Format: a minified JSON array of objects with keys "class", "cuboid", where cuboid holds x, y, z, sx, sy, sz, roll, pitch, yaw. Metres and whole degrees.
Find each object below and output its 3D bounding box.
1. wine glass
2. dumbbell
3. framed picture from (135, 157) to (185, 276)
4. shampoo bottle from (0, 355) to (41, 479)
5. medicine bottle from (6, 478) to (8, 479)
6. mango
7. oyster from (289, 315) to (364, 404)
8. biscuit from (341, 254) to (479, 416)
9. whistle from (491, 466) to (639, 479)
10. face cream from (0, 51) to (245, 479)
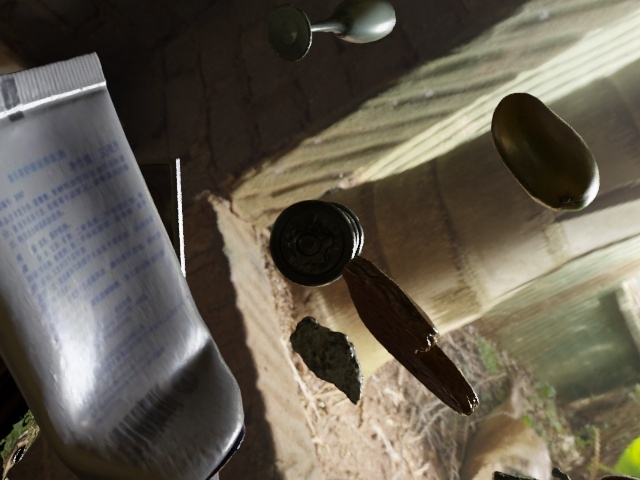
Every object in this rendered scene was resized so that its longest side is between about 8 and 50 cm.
[{"class":"wine glass","cuboid":[-0.029,-0.465,1.285,0.264,0.096,0.309,40,40,16]},{"class":"dumbbell","cuboid":[0.000,0.000,1.453,0.179,0.179,0.406,61,8,2]},{"class":"framed picture","cuboid":[-0.413,-0.047,1.538,0.020,0.211,0.290,-24,115,-66]},{"class":"shampoo bottle","cuboid":[-0.283,0.116,0.713,0.084,0.129,0.323,24,30,-1]},{"class":"medicine bottle","cuboid":[-0.795,0.496,1.451,0.238,0.124,0.124,35,5,25]},{"class":"mango","cuboid":[0.275,-0.115,0.838,0.122,0.086,0.191,-5,50,-33]},{"class":"oyster","cuboid":[0.011,0.133,0.774,0.100,0.037,0.098,33,30,-8]},{"class":"biscuit","cuboid":[0.152,0.153,1.075,0.262,0.052,0.277,39,-16,34]},{"class":"whistle","cuboid":[0.487,0.487,1.208,0.134,0.345,0.142,66,36,-74]},{"class":"face cream","cuboid":[-0.183,0.060,0.579,0.235,0.137,0.421,-50,127,-58]}]
